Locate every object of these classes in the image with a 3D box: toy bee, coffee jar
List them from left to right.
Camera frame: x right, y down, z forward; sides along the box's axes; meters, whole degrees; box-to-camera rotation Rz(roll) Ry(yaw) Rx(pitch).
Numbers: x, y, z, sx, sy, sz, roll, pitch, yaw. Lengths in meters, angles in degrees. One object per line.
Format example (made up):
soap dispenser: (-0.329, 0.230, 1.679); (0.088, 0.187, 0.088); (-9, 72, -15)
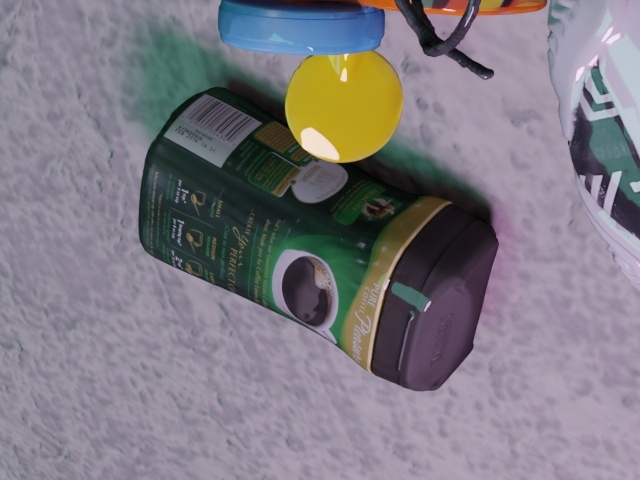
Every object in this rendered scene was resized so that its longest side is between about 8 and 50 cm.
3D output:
coffee jar: (0.000, 0.000, 1.005); (0.184, 0.079, 0.096); (28, 135, 19)
toy bee: (0.034, -0.118, 0.832); (0.298, 0.162, 0.195); (51, 135, 43)

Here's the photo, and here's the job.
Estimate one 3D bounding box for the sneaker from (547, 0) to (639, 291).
sneaker: (0.250, 0.001, 0.760); (0.210, 0.137, 0.366); (-11, 121, 44)
